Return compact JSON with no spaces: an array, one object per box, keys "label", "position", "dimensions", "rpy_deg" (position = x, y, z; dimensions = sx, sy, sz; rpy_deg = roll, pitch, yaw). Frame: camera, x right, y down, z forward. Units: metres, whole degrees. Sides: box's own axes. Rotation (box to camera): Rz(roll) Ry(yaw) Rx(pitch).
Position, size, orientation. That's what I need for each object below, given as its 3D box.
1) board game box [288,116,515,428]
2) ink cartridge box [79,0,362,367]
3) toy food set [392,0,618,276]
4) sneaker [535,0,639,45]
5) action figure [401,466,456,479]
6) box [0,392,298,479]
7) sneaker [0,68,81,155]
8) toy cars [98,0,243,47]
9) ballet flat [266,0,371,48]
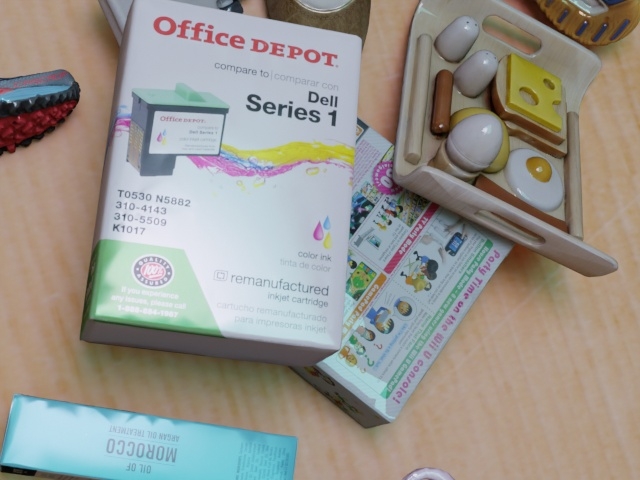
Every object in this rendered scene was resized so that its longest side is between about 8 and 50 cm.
[{"label":"board game box","position":[0.000,0.000,1.020],"dimensions":[0.303,0.097,0.224],"rpy_deg":[39,70,-2]},{"label":"ink cartridge box","position":[-0.081,-0.046,0.896],"dimensions":[0.201,0.117,0.278],"rpy_deg":[8,73,-13]},{"label":"toy food set","position":[0.196,-0.124,1.056],"dimensions":[0.219,0.092,0.306],"rpy_deg":[24,48,-16]},{"label":"sneaker","position":[0.235,-0.340,1.176],"dimensions":[0.296,0.112,0.131],"rpy_deg":[41,40,-10]},{"label":"action figure","position":[-0.068,0.332,0.814],"dimensions":[0.370,0.275,0.248],"rpy_deg":[9,53,-42]},{"label":"box","position":[-0.151,0.186,0.926],"dimensions":[0.244,0.100,0.060],"rpy_deg":[12,72,-14]},{"label":"sneaker","position":[-0.350,-0.141,0.949],"dimensions":[0.261,0.104,0.125],"rpy_deg":[-11,78,-19]},{"label":"toy cars","position":[-0.138,-0.342,1.068],"dimensions":[0.176,0.087,0.394],"rpy_deg":[27,68,-46]},{"label":"ballet flat","position":[0.006,-0.337,1.068],"dimensions":[0.116,0.124,0.342],"rpy_deg":[5,83,-7]}]
